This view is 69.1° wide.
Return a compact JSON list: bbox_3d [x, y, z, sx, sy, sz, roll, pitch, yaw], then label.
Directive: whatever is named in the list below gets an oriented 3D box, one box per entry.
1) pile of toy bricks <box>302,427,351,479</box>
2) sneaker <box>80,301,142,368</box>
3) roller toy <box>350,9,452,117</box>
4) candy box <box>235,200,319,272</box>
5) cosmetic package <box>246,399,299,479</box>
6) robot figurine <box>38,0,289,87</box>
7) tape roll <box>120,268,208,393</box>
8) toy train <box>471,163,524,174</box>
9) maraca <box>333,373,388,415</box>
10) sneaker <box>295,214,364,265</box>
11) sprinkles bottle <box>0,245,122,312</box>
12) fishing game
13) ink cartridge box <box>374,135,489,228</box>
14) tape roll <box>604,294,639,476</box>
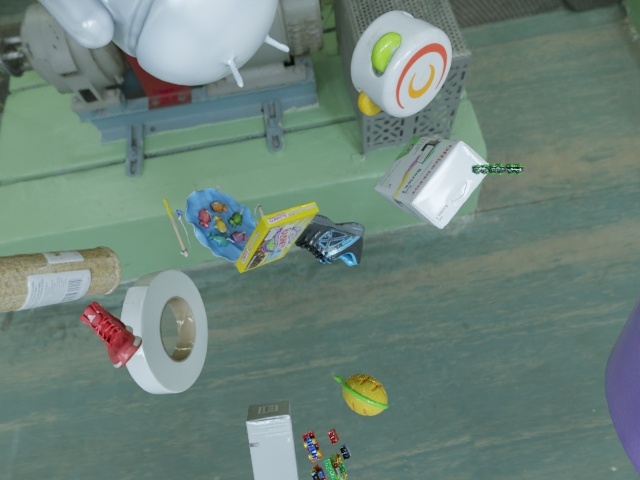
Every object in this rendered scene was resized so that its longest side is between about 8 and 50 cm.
[{"bbox_3d":[0.037,0.598,1.232,0.118,0.105,0.212,-25,76,6],"label":"pile of toy bricks"},{"bbox_3d":[-0.495,0.213,1.066,0.128,0.221,0.087,45,69,-24],"label":"sneaker"},{"bbox_3d":[0.167,-0.376,0.995,0.191,0.209,0.146,-33,57,-17],"label":"roller toy"},{"bbox_3d":[-0.085,-0.003,0.858,0.105,0.206,0.027,-22,75,-31],"label":"candy box"},{"bbox_3d":[-0.132,0.585,1.308,0.127,0.107,0.237,-9,97,-3],"label":"cosmetic package"},{"bbox_3d":[-0.190,-0.318,0.510,0.353,0.200,0.300,42,57,-12],"label":"robot figurine"},{"bbox_3d":[-0.478,0.282,1.467,0.072,0.392,0.391,-8,65,13],"label":"tape roll"},{"bbox_3d":[0.279,-0.114,0.736,0.083,0.017,0.023,0,22,-1],"label":"toy train"},{"bbox_3d":[0.107,0.403,1.244,0.127,0.186,0.099,31,83,-24],"label":"maraca"},{"bbox_3d":[0.000,0.000,1.455,0.341,0.125,0.139,7,77,-30],"label":"sneaker"},{"bbox_3d":[-0.601,0.083,0.973,0.121,0.355,0.121,2,94,27],"label":"sprinkles bottle"},{"bbox_3d":[-0.203,-0.042,1.003,0.041,0.264,0.189,-39,63,34],"label":"fishing game"},{"bbox_3d":[0.291,-0.169,1.269,0.117,0.278,0.201,36,94,-20],"label":"ink cartridge box"},{"bbox_3d":[0.313,0.097,0.239,0.275,0.090,0.274,3,31,-2],"label":"tape roll"}]
